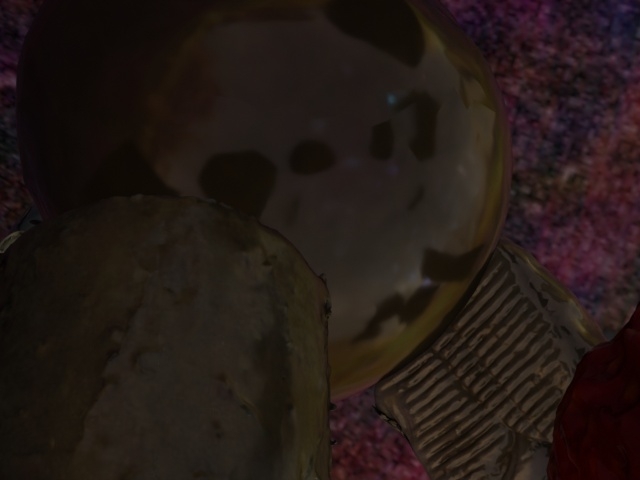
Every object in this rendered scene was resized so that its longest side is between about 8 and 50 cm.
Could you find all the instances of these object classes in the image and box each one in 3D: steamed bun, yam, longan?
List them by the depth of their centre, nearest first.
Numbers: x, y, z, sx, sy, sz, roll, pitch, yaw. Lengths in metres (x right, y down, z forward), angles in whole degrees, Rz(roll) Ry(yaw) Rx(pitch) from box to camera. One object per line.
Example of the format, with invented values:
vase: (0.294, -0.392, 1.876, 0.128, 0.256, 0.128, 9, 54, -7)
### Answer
yam: (-0.074, 0.129, 0.536, 0.161, 0.161, 0.268, 33, 50, -44)
longan: (-0.041, -0.054, 0.919, 0.361, 0.361, 0.361, -18, 120, -34)
steamed bun: (0.163, 0.117, 1.198, 0.211, 0.218, 0.144, -48, 161, 24)

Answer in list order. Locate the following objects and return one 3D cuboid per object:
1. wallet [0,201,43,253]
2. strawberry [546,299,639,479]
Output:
wallet: (-0.281, 0.037, 1.317, 0.075, 0.250, 0.176, 17, 106, -6)
strawberry: (0.170, 0.068, 0.365, 0.205, 0.244, 0.205, 8, 78, -41)
